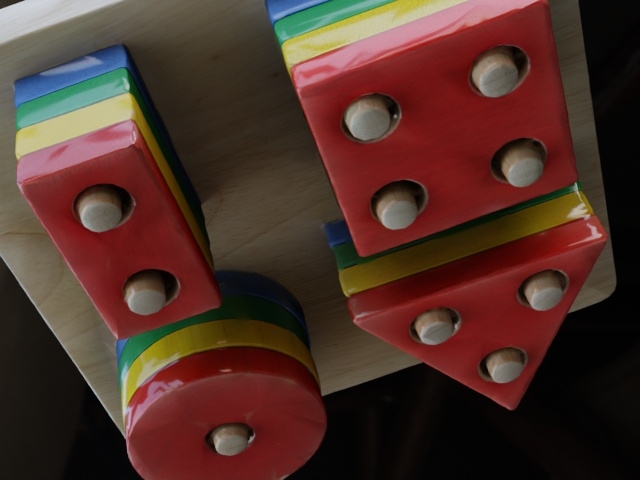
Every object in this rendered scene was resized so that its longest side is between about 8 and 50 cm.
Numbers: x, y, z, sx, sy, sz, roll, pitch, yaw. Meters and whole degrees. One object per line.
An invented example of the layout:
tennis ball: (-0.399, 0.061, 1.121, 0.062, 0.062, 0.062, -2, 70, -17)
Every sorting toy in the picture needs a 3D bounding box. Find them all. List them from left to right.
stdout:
sorting toy: (0.000, 0.000, 0.509, 0.257, 0.089, 0.255, -19, -45, 2)
